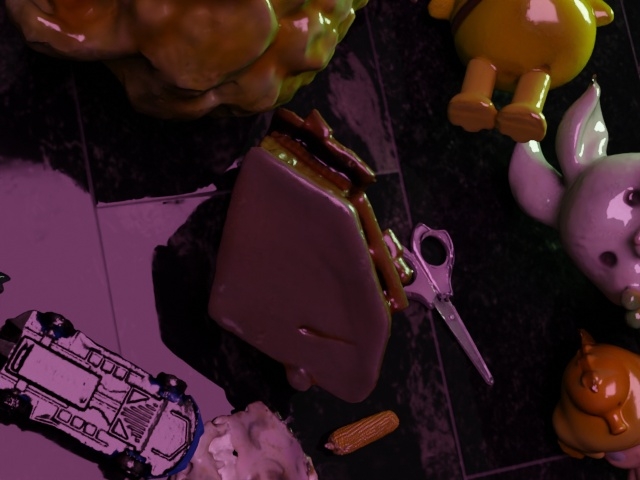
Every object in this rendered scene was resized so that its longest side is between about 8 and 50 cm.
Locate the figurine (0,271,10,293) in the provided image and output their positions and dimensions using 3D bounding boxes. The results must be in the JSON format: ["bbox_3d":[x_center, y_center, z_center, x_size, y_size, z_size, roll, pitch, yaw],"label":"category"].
[{"bbox_3d":[-0.435,0.094,1.034,0.382,0.186,0.261,-39,98,-27],"label":"figurine"}]

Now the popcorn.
[{"bbox_3d":[-0.106,-0.246,1.151,0.279,0.335,0.274,33,24,-2],"label":"popcorn"}]

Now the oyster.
[{"bbox_3d":[-0.079,0.257,1.183,0.163,0.081,0.191,30,66,18],"label":"oyster"}]

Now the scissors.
[{"bbox_3d":[0.134,0.074,1.324,0.100,0.015,0.189,-32,91,-25],"label":"scissors"}]

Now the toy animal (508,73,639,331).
[{"bbox_3d":[0.366,-0.022,1.319,0.310,0.183,0.247,9,39,-16],"label":"toy animal"}]

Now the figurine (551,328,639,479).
[{"bbox_3d":[0.336,0.202,1.317,0.156,0.131,0.246,-27,106,16],"label":"figurine"}]

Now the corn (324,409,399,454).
[{"bbox_3d":[0.041,0.195,1.258,0.083,0.028,0.027,-19,79,-26],"label":"corn"}]

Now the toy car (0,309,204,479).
[{"bbox_3d":[-0.211,0.147,1.160,0.216,0.063,0.103,31,71,-13],"label":"toy car"}]

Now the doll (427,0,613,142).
[{"bbox_3d":[0.225,-0.273,1.370,0.199,0.145,0.363,14,60,9],"label":"doll"}]

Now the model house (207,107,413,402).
[{"bbox_3d":[0.000,0.001,1.204,0.199,0.220,0.229,25,27,-3],"label":"model house"}]

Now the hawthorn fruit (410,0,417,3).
[{"bbox_3d":[0.046,-0.360,1.289,0.215,0.215,0.250,-33,89,-23],"label":"hawthorn fruit"}]
